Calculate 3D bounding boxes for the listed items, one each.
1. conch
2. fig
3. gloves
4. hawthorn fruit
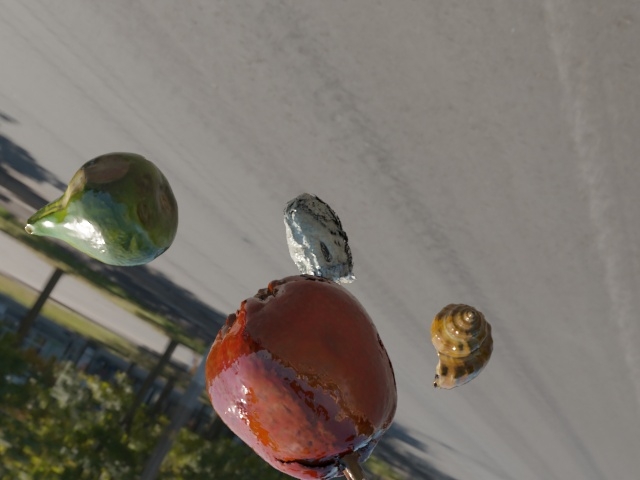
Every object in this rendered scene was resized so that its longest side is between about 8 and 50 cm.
[{"bbox_3d":[0.217,0.174,1.396,0.093,0.109,0.330,-10,152,1],"label":"conch"},{"bbox_3d":[-0.400,-0.046,1.626,0.275,0.206,0.206,-13,150,17],"label":"fig"},{"bbox_3d":[0.002,-0.001,1.392,0.114,0.153,0.070,-13,168,-46],"label":"gloves"},{"bbox_3d":[-0.004,0.181,1.033,0.299,0.211,0.211,57,172,15],"label":"hawthorn fruit"}]
